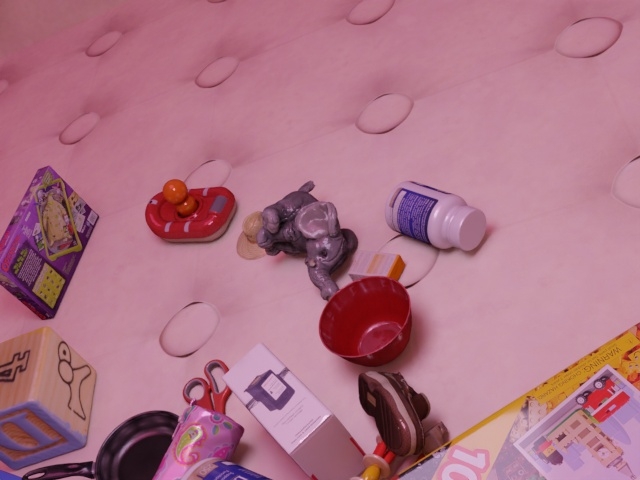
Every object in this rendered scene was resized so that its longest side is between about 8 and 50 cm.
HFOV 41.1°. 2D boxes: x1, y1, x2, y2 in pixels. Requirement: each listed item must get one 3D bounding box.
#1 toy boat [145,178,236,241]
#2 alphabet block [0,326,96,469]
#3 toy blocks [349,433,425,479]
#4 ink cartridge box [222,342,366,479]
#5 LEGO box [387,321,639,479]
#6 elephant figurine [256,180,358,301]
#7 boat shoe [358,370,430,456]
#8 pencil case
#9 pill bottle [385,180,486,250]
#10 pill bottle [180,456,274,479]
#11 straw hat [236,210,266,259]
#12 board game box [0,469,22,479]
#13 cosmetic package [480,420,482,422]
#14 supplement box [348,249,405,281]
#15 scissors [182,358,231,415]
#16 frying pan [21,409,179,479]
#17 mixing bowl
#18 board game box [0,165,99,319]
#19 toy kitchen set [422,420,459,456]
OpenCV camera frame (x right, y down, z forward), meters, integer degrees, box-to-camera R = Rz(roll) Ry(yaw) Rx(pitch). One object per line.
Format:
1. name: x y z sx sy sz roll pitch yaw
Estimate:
1. toy boat: -0.329 -0.088 2.058 0.231 0.151 0.151 -2 49 31
2. alphabet block: -0.610 0.332 1.796 0.194 0.192 0.197 -19 42 12
3. toy blocks: 0.133 0.365 1.397 0.123 0.054 0.148 13 42 29
4. ink cartridge box: -0.044 0.308 1.473 0.100 0.172 0.237 -42 41 -10
5. LEGO box: 0.369 0.379 1.098 0.500 0.193 0.372 -33 47 0
6. elephant figurine: 0.000 0.000 1.791 0.239 0.185 0.169 23 21 32
7. boat shoe: 0.137 0.272 1.408 0.095 0.095 0.257 -3 15 -12
8. pencil case: -0.245 0.428 1.509 0.124 0.124 0.284 9 62 38
9. pill bottle: 0.230 -0.045 1.695 0.187 0.112 0.112 24 65 45
10. pill bottle: -0.104 0.459 1.379 0.265 0.153 0.153 9 56 38
11. straw hat: -0.145 -0.030 1.955 0.145 0.061 0.144 -18 42 17
12. board game box: -0.591 0.579 1.624 0.347 0.078 0.233 5 53 35
13. cosmetic package: 0.303 0.325 1.338 0.115 0.041 0.060 4 53 35
14. supplement box: 0.113 0.058 1.724 0.098 0.036 0.062 6 54 36
15. scissors: -0.193 0.346 1.646 0.109 0.021 0.297 -34 40 -1
16. frying pan: -0.390 0.445 1.618 0.326 0.053 0.197 -29 44 -9
17. mixing bowl: 0.098 0.166 1.580 0.182 0.098 0.181 -18 42 17
18. board game box: -0.695 0.002 2.159 0.056 0.208 0.346 -10 45 24
19. toy kitchen set: 0.213 0.335 1.384 0.068 0.075 0.083 -39 78 18
